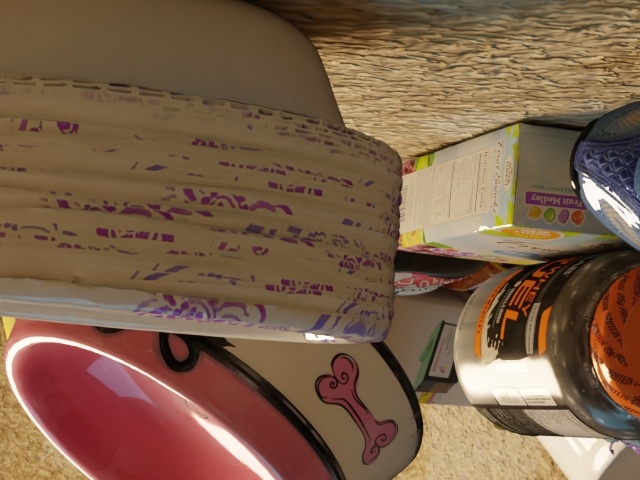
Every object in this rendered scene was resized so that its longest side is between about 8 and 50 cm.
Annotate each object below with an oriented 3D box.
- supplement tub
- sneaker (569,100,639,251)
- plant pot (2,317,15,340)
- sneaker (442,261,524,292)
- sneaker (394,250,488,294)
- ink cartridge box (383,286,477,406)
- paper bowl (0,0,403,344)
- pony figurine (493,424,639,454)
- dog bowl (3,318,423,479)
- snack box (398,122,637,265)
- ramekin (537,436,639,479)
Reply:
[{"bbox_3d":[0.172,0.067,1.045,0.117,0.117,0.190,6,172,-20],"label":"supplement tub"},{"bbox_3d":[0.264,-0.024,0.871,0.330,0.129,0.147,12,-175,-37],"label":"sneaker"},{"bbox_3d":[-0.236,0.078,1.852,0.212,0.187,0.212,3,175,17],"label":"plant pot"},{"bbox_3d":[0.165,0.013,1.615,0.175,0.064,0.067,0,147,39],"label":"sneaker"},{"bbox_3d":[0.001,0.001,1.366,0.270,0.090,0.145,2,172,-7],"label":"sneaker"},{"bbox_3d":[0.062,0.080,1.709,0.201,0.117,0.278,26,-171,37],"label":"ink cartridge box"},{"bbox_3d":[-0.103,-0.034,0.775,0.284,0.148,0.284,4,175,0],"label":"paper bowl"},{"bbox_3d":[0.342,0.181,1.461,0.363,0.351,0.303,-18,147,-24],"label":"pony figurine"},{"bbox_3d":[-0.116,0.146,1.548,0.408,0.150,0.408,26,150,17],"label":"dog bowl"},{"bbox_3d":[0.164,-0.023,1.095,0.174,0.070,0.207,6,172,-16],"label":"snack box"},{"bbox_3d":[0.357,0.160,1.852,0.135,0.277,0.277,49,-165,23],"label":"ramekin"}]
